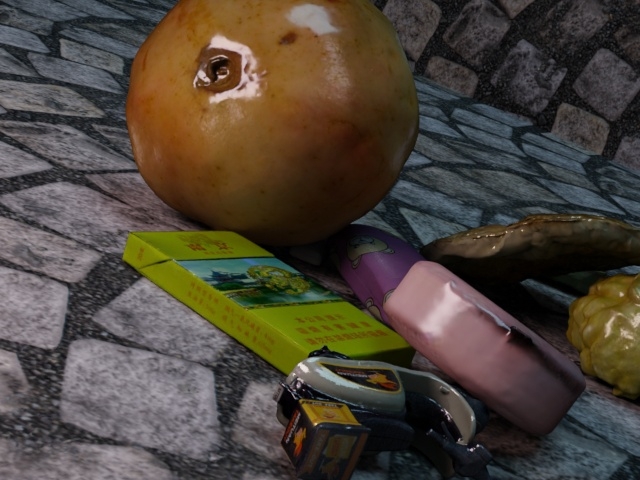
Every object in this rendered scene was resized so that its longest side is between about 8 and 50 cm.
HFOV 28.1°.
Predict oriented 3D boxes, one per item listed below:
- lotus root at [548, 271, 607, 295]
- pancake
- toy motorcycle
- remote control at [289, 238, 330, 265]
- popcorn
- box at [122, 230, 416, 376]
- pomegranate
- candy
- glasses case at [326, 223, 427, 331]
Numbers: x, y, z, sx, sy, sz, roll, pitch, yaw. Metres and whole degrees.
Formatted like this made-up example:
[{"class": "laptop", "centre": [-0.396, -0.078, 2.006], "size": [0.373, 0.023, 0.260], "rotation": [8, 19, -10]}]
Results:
[{"class": "lotus root", "centre": [0.396, 0.032, 2.152], "size": [0.144, 0.070, 0.143], "rotation": [22, 22, -5]}, {"class": "pancake", "centre": [0.331, 0.016, 1.870], "size": [0.386, 0.082, 0.387], "rotation": [-5, -8, -1]}, {"class": "toy motorcycle", "centre": [0.075, 0.183, 1.277], "size": [0.263, 0.091, 0.157], "rotation": [10, 24, -29]}, {"class": "remote control", "centre": [0.000, 0.000, 1.879], "size": [0.050, 0.027, 0.184], "rotation": [24, 16, 7]}, {"class": "popcorn", "centre": [0.466, 0.118, 1.732], "size": [0.233, 0.192, 0.266], "rotation": [5, 4, -24]}, {"class": "box", "centre": [-0.065, 0.074, 1.537], "size": [0.335, 0.047, 0.187], "rotation": [30, 20, 35]}, {"class": "pomegranate", "centre": [-0.055, -0.184, 1.771], "size": [0.411, 0.412, 0.411], "rotation": [18, 16, -5]}, {"class": "candy", "centre": [0.187, 0.121, 1.455], "size": [0.255, 0.094, 0.255], "rotation": [37, 2, -2]}, {"class": "glasses case", "centre": [0.100, 0.054, 1.732], "size": [0.123, 0.076, 0.316], "rotation": [12, 18, -22]}]
